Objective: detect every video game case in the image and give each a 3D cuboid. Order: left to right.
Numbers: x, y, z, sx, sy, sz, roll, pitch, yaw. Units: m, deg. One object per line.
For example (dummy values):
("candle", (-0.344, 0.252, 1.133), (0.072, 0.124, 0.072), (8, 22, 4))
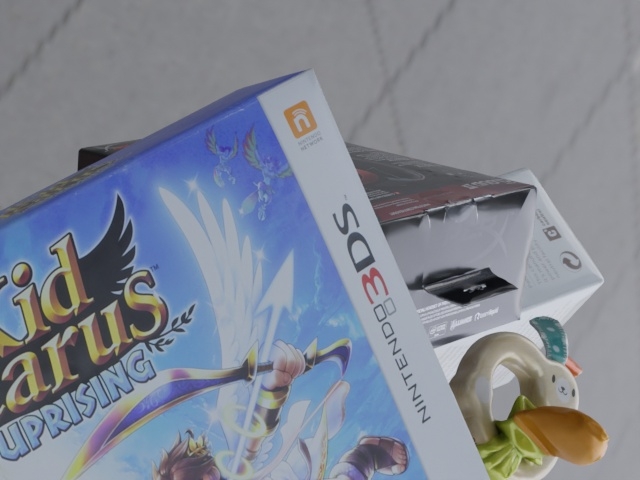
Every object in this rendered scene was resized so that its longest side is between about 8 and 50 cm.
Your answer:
("video game case", (-0.063, 0.084, 0.883), (0.269, 0.061, 0.244), (-31, 101, -37))

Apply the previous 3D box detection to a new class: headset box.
("headset box", (0.000, 0.000, 1.414), (0.218, 0.293, 0.110), (-14, 114, -54))

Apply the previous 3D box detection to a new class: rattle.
("rattle", (0.202, 0.112, 1.578), (0.199, 0.130, 0.143), (-21, 168, -48))

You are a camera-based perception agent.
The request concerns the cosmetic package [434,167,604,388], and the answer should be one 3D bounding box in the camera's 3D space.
("cosmetic package", (0.047, 0.095, 2.031), (0.453, 0.161, 0.230), (-17, 156, -37))
